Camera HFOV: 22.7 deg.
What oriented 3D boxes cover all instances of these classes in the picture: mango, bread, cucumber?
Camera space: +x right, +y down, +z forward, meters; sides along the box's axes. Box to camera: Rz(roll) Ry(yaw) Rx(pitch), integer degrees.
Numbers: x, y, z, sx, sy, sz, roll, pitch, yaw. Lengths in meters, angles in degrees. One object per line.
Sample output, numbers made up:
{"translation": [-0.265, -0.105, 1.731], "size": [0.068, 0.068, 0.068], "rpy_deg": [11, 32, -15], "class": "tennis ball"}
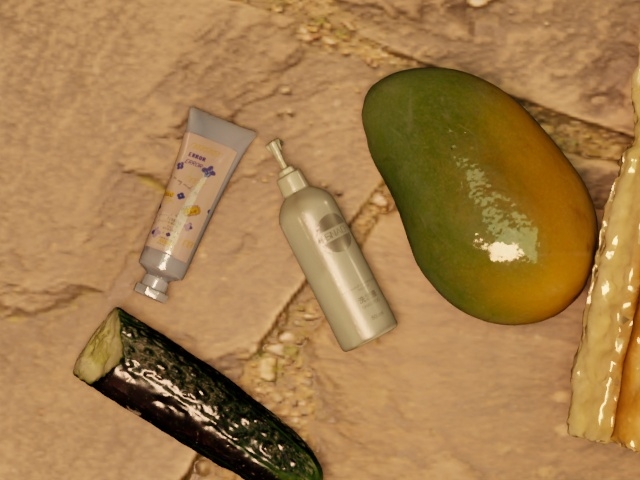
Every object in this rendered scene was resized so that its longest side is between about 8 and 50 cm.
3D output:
{"translation": [0.136, -0.043, 1.365], "size": [0.156, 0.114, 0.251], "rpy_deg": [-33, 77, 9], "class": "mango"}
{"translation": [0.354, 0.006, 1.318], "size": [0.236, 0.165, 0.375], "rpy_deg": [9, 92, -29], "class": "bread"}
{"translation": [-0.099, 0.148, 1.377], "size": [0.241, 0.074, 0.074], "rpy_deg": [33, 89, -1], "class": "cucumber"}

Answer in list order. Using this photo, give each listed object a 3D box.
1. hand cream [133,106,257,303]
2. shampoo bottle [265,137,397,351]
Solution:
{"translation": [-0.117, -0.028, 1.393], "size": [0.065, 0.043, 0.171], "rpy_deg": [23, 87, 1], "class": "hand cream"}
{"translation": [0.000, 0.000, 1.387], "size": [0.056, 0.056, 0.195], "rpy_deg": [-28, 90, 0], "class": "shampoo bottle"}
